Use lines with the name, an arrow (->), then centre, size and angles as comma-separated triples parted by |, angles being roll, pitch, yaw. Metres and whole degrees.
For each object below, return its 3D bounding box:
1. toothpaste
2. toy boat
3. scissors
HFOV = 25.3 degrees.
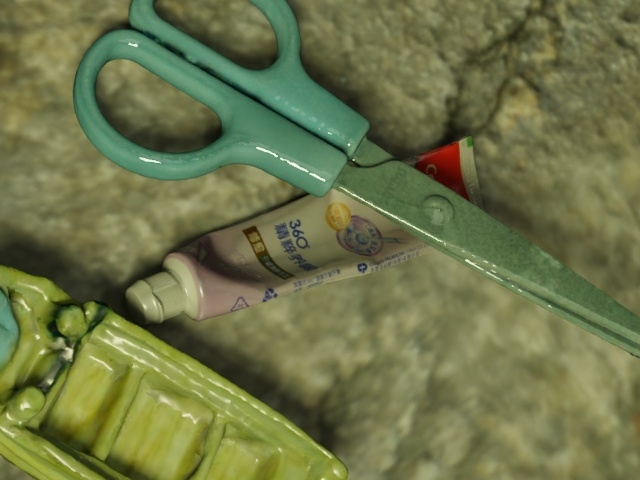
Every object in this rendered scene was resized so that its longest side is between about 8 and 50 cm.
toothpaste -> 0.000, 0.000, 1.009 | 0.301, 0.048, 0.075 | -20, 79, -30
toy boat -> -0.118, 0.120, 0.899 | 0.276, 0.084, 0.111 | 32, 61, -16
scissors -> 0.045, -0.039, 0.998 | 0.447, 0.029, 0.192 | 31, 57, 1
